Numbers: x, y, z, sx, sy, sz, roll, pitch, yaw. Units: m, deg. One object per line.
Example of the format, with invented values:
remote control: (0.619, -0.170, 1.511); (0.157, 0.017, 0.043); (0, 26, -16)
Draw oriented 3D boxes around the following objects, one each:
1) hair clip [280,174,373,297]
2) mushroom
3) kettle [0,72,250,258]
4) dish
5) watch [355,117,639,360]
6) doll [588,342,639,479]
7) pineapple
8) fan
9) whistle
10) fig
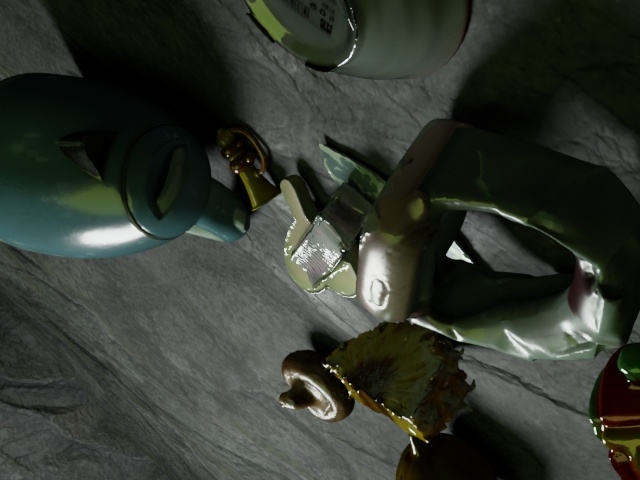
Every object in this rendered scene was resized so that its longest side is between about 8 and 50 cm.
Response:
hair clip: (-0.001, -0.003, 1.242); (0.159, 0.071, 0.218); (49, 154, 8)
mushroom: (-0.004, 0.216, 1.559); (0.109, 0.085, 0.126); (-29, 105, 28)
kettle: (-0.258, -0.078, 1.391); (0.342, 0.247, 0.319); (10, 170, 41)
dish: (-0.002, -0.226, 0.895); (0.260, 0.085, 0.260); (35, 152, 21)
watch: (0.172, 0.011, 0.937); (0.241, 0.162, 0.253); (25, 153, 13)
doll: (0.376, 0.138, 0.766); (0.363, 0.160, 0.183); (2, 131, 53)
pineapple: (0.107, 0.151, 1.247); (0.079, 0.135, 0.233); (48, 165, -26)
fan: (0.085, -0.024, 1.149); (0.240, 0.009, 0.131); (40, 155, 12)
whistle: (-0.090, -0.092, 1.284); (0.109, 0.046, 0.057); (59, 167, -12)
fig: (0.157, 0.316, 1.386); (0.147, 0.142, 0.186); (-20, 128, 35)
